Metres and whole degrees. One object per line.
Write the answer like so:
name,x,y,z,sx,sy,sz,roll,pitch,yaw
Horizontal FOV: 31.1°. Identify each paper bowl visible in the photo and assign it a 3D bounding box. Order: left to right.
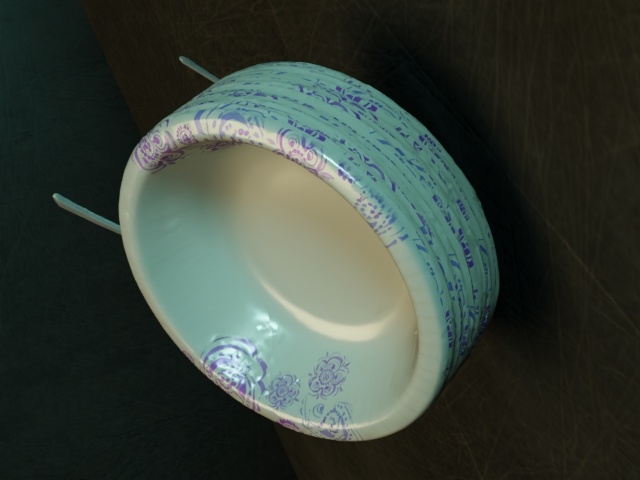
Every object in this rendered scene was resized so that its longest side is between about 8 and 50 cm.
paper bowl,0.000,0.000,0.871,0.284,0.148,0.284,20,131,25

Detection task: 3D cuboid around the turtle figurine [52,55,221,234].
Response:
turtle figurine,-0.060,-0.031,1.109,0.198,0.274,0.266,-81,-22,-44
